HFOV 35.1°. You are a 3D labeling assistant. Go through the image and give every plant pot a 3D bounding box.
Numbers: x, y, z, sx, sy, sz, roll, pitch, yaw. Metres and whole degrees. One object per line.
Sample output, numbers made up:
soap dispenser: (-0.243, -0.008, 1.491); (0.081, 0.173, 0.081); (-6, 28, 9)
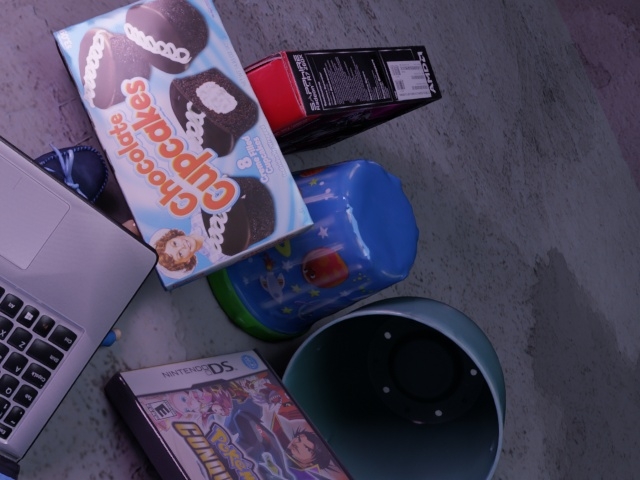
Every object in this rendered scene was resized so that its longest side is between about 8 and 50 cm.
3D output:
plant pot: (0.120, 0.208, 1.382); (0.293, 0.293, 0.235); (69, 22, -4)

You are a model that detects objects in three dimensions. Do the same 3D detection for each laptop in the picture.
laptop: (-0.334, 0.103, 0.834); (0.382, 0.236, 0.408); (41, 78, -36)

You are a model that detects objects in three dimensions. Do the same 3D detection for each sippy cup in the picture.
sippy cup: (0.000, 0.000, 1.353); (0.305, 0.224, 0.240); (-38, 106, -54)

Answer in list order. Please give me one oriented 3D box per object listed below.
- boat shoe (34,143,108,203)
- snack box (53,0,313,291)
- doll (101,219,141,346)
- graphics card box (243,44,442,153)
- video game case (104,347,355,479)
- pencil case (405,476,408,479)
boat shoe: (-0.294, -0.029, 1.085); (0.109, 0.089, 0.258); (55, 35, -19)
snack box: (-0.159, -0.123, 1.177); (0.187, 0.060, 0.322); (-24, 85, -12)
doll: (-0.252, 0.056, 1.141); (0.129, 0.046, 0.189); (61, 37, -29)
graphics card box: (-0.019, -0.186, 1.403); (0.371, 0.233, 0.094); (-20, 89, -55)
video game case: (-0.085, 0.248, 1.177); (0.248, 0.035, 0.275); (-2, 46, -54)
pencil case: (0.159, 0.397, 1.503); (0.209, 0.098, 0.095); (27, 99, -45)
